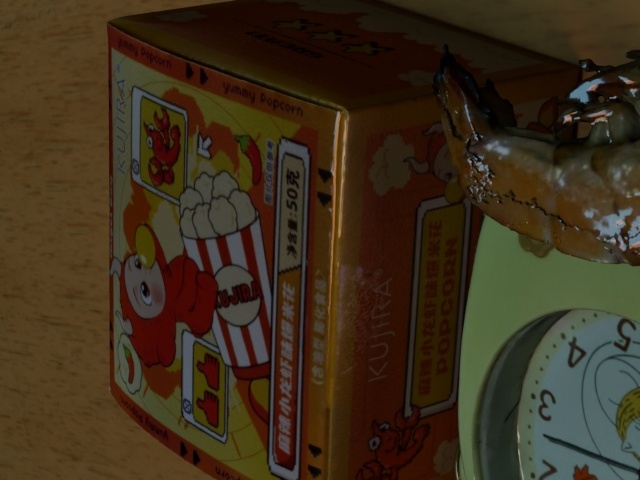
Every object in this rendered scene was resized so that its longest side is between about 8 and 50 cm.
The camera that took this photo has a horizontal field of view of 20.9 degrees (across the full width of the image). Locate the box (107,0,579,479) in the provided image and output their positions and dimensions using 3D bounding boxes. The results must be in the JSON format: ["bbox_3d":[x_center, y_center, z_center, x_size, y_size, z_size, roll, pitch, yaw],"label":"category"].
[{"bbox_3d":[0.000,0.000,1.158,0.259,0.214,0.283,26,122,47],"label":"box"}]

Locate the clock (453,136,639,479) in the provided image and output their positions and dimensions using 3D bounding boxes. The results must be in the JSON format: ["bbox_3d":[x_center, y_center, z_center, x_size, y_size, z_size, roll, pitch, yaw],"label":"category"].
[{"bbox_3d":[0.207,0.130,1.012,0.286,0.117,0.348,34,128,41],"label":"clock"}]

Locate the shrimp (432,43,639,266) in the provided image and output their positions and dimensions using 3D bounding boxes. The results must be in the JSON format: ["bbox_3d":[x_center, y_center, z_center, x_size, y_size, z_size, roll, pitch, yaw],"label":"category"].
[{"bbox_3d":[0.160,-0.126,0.942,0.222,0.054,0.290,-5,74,35],"label":"shrimp"}]
